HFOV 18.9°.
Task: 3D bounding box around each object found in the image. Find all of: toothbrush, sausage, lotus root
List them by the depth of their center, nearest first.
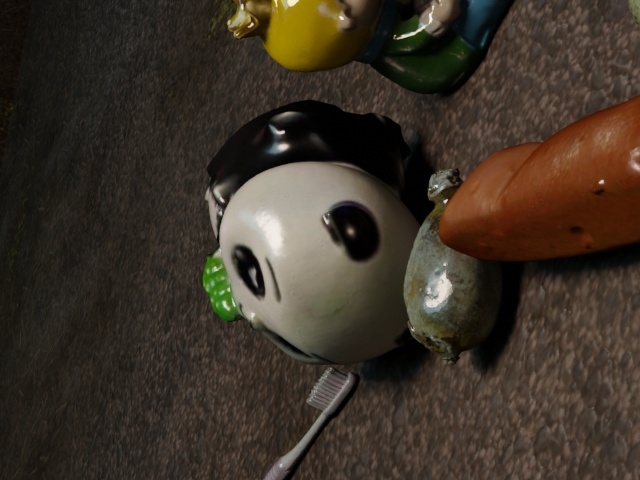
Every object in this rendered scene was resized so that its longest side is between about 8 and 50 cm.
[{"bbox_3d":[0.197,-0.039,1.423,0.097,0.094,0.348,-48,12,-24],"label":"sausage"},{"bbox_3d":[0.114,0.022,1.599,0.088,0.088,0.165,145,133,-58],"label":"lotus root"},{"bbox_3d":[-0.055,0.242,1.927,0.354,0.029,0.024,-57,13,37],"label":"toothbrush"}]

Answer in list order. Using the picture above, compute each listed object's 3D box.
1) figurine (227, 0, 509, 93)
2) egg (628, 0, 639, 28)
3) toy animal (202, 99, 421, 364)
[{"bbox_3d":[0.045,-0.225,1.756,0.185,0.234,0.127,-52,25,43],"label":"figurine"},{"bbox_3d":[0.269,-0.184,1.367,0.110,0.085,0.085,-46,33,42],"label":"egg"},{"bbox_3d":[-0.009,0.004,1.757,0.266,0.213,0.212,-95,30,-58],"label":"toy animal"}]
